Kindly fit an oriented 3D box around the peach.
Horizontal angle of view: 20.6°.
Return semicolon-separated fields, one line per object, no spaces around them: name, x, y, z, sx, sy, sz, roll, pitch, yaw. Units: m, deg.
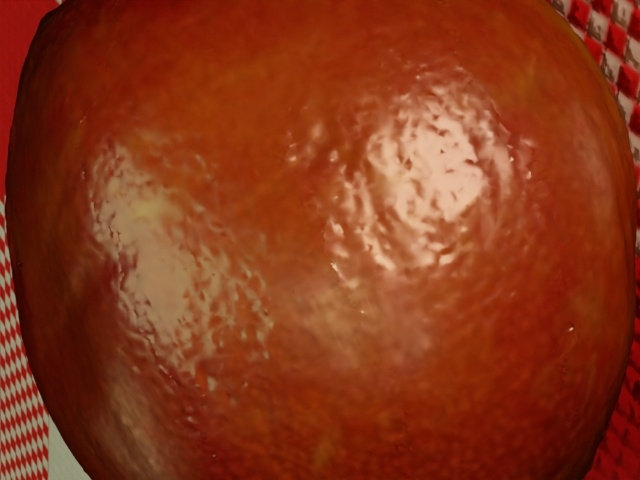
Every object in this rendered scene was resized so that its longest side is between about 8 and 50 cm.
peach;-0.002;0.001;0.907;0.372;0.289;0.373;34;135;43
